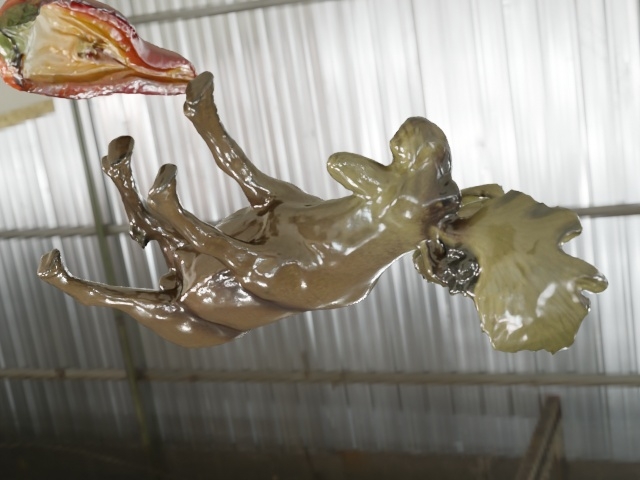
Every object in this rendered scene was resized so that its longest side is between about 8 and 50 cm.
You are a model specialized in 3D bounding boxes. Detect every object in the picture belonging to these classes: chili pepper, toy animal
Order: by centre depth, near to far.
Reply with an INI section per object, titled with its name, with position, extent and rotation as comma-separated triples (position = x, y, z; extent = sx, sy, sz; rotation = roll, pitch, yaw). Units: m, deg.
[toy animal]
position = 0.000, 0.000, 0.486
extent = 0.214, 0.186, 0.093
rotation = -25, -141, 42
[chili pepper]
position = -0.098, -0.086, 0.496
extent = 0.027, 0.045, 0.178
rotation = 20, -170, 22
